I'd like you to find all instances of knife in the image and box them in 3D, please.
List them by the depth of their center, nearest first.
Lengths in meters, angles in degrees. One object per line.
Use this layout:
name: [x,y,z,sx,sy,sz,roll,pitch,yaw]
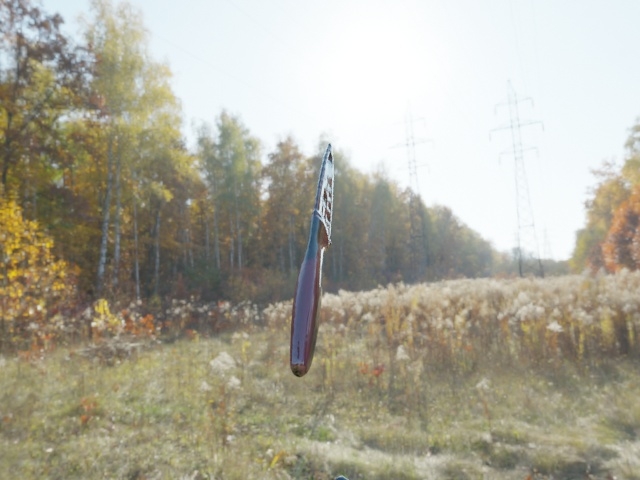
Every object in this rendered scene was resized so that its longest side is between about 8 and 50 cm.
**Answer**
knife: [0.000,0.000,0.426,0.018,0.248,0.035,-10,-46,19]

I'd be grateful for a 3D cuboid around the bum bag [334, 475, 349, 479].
bum bag: [-0.024,0.549,0.867,0.326,0.142,0.079,-45,-12,0]
